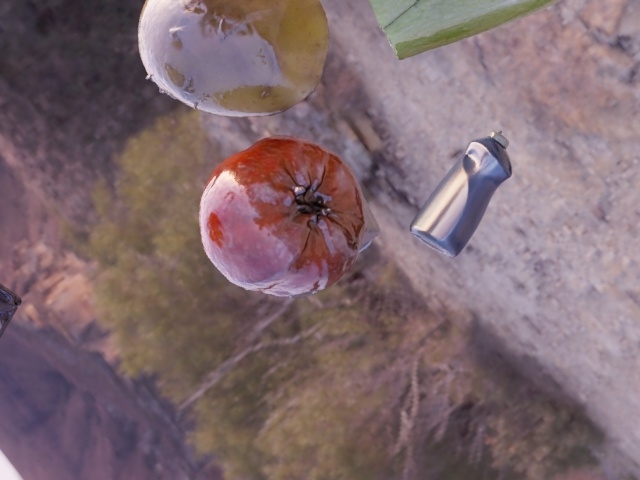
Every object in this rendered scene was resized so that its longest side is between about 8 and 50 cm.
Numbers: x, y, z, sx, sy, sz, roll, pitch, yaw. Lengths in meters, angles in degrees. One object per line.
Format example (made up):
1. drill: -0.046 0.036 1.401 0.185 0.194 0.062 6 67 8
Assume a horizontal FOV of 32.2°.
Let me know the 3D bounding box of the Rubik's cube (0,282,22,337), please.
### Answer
1. Rubik's cube: -0.673 0.133 1.625 0.305 0.307 0.310 3 151 48

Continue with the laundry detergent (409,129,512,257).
1. laundry detergent: 0.220 -0.078 1.652 0.061 0.206 0.097 39 172 -36

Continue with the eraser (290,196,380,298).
1. eraser: 0.001 0.000 1.895 0.111 0.077 0.352 64 149 13

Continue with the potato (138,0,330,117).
1. potato: -0.140 -0.299 1.571 0.299 0.239 0.116 15 -178 16

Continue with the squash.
1. squash: 0.214 -0.383 1.490 0.233 0.309 0.210 -95 -19 -57

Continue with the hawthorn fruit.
1. hawthorn fruit: -0.072 -0.023 1.615 0.242 0.242 0.272 54 146 -8
